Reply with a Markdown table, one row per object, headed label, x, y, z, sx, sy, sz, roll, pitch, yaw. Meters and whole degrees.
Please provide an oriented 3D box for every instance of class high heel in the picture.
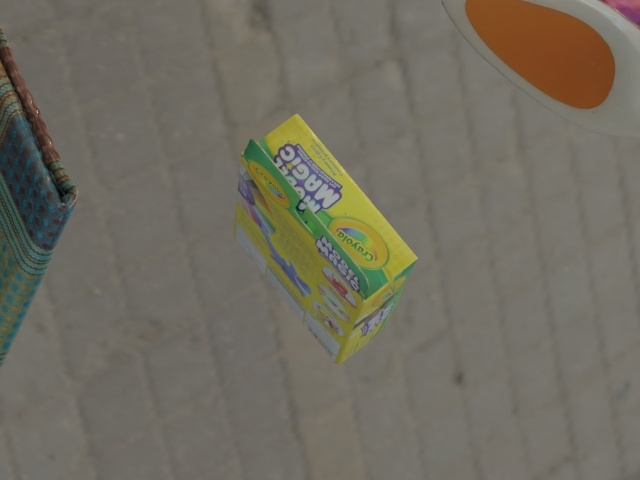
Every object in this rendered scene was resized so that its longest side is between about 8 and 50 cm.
| label | x | y | z | sx | sy | sz | roll | pitch | yaw |
| --- | --- | --- | --- | --- | --- | --- | --- | --- | --- |
| high heel | 0.184 | -0.105 | 0.866 | 0.082 | 0.244 | 0.117 | 95 | 19 | -51 |

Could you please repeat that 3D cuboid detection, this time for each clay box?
| label | x | y | z | sx | sy | sz | roll | pitch | yaw |
| --- | --- | --- | --- | --- | --- | --- | --- | --- | --- |
| clay box | 0.000 | 0.000 | 1.223 | 0.053 | 0.222 | 0.127 | -37 | 81 | -14 |

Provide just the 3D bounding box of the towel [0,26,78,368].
| label | x | y | z | sx | sy | sz | roll | pitch | yaw |
| --- | --- | --- | --- | --- | --- | --- | --- | --- | --- |
| towel | -0.310 | -0.021 | 1.546 | 0.040 | 0.271 | 0.370 | -9 | 149 | -34 |
